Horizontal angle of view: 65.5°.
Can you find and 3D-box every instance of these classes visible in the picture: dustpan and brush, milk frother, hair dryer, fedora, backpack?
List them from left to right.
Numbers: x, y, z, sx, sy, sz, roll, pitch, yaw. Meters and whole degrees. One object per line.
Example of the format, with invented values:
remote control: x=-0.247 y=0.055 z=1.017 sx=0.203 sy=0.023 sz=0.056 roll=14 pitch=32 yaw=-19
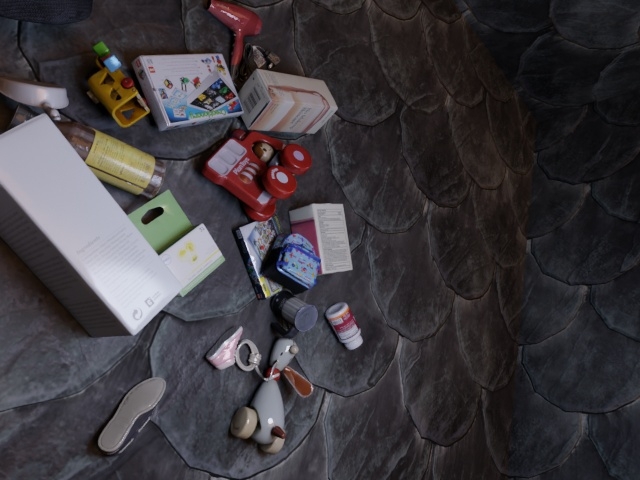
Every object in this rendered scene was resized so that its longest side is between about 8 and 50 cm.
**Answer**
fedora: x=-0.632 y=-0.569 z=1.111 sx=0.334 sy=0.334 sz=0.152 roll=-25 pitch=129 yaw=-45
dustpan and brush: x=-0.615 y=-0.311 z=1.100 sx=0.147 sy=0.211 sz=0.060 roll=-5 pitch=113 yaw=-45
hair dryer: x=-0.253 y=-0.643 z=1.592 sx=0.293 sy=0.080 sz=0.223 roll=52 pitch=50 yaw=-23
backpack: x=-0.076 y=0.055 z=1.518 sx=0.158 sy=0.117 sz=0.173 roll=36 pitch=51 yaw=-25
milk frother: x=-0.065 y=0.240 z=1.543 sx=0.143 sy=0.135 sz=0.129 roll=15 pitch=96 yaw=-40

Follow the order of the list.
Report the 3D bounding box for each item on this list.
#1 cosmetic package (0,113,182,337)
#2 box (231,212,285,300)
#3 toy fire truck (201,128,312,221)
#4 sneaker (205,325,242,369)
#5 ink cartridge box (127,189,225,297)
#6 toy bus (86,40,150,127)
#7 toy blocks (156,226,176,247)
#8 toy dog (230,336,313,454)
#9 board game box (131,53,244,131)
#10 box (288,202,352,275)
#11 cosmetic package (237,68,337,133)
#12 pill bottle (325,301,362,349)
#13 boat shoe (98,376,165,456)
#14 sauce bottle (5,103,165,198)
cosmetic package: x=-0.534 y=-0.009 z=1.068 sx=0.453 sy=0.230 sz=0.161 roll=58 pitch=47 yaw=-20
box: x=-0.165 y=0.048 z=1.552 sx=0.159 sy=0.044 sz=0.233 roll=-26 pitch=100 yaw=-45
toy fire truck: x=-0.190 y=-0.226 z=1.511 sx=0.254 sy=0.169 sz=0.302 roll=38 pitch=45 yaw=-11
sneaker: x=-0.257 y=0.305 z=1.402 sx=0.134 sy=0.051 sz=0.070 roll=-48 pitch=116 yaw=-36
ink cartridge box: x=-0.371 y=0.003 z=1.274 sx=0.171 sy=0.056 sz=0.235 roll=-46 pitch=116 yaw=-42
toy bus: x=-0.524 y=-0.379 z=1.241 sx=0.104 sy=0.202 sz=0.191 roll=-40 pitch=120 yaw=-10
toy blocks: x=-0.395 y=0.022 z=1.322 sx=0.123 sy=0.054 sz=0.148 roll=47 pitch=52 yaw=-26
toy dog: x=-0.124 y=0.440 z=1.423 sx=0.220 sy=0.161 sz=0.333 roll=15 pitch=71 yaw=-43
board game box: x=-0.367 y=-0.432 z=1.428 sx=0.305 sy=0.053 sz=0.193 roll=-29 pitch=102 yaw=-51
box: x=0.000 y=0.000 z=1.669 sx=0.149 sy=0.127 sz=0.232 roll=-4 pitch=83 yaw=-45
cosmetic package: x=-0.108 y=-0.444 z=1.622 sx=0.296 sy=0.153 sz=0.129 roll=-10 pitch=68 yaw=-44
pill bottle: x=0.085 y=0.296 z=1.718 sx=0.086 sy=0.086 sz=0.152 roll=-42 pitch=111 yaw=-42
boat shoe: x=-0.447 y=0.421 z=1.194 sx=0.065 sy=0.075 sz=0.206 roll=99 pitch=18 yaw=-44
sauce bottle: x=-0.544 y=-0.211 z=1.182 sx=0.344 sy=0.111 sz=0.111 roll=27 pitch=63 yaw=-38
